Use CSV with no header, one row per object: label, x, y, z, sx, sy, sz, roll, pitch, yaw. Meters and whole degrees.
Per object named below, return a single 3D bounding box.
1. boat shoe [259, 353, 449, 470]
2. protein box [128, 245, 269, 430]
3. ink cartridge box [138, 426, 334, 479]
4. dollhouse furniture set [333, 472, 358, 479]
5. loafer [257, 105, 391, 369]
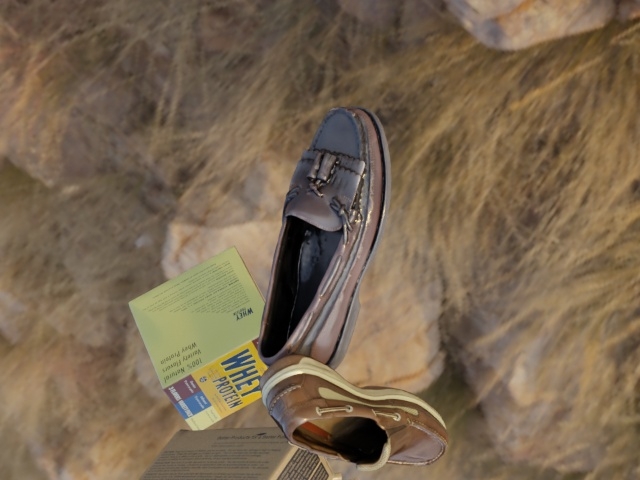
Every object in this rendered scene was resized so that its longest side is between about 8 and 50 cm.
boat shoe,0.045,0.208,1.170,0.257,0.095,0.095,23,-153,-35
protein box,-0.169,0.157,1.775,0.201,0.199,0.136,58,175,44
ink cartridge box,-0.128,0.321,1.349,0.234,0.193,0.088,-10,117,40
dollhouse furniture set,-0.022,0.458,1.643,0.242,0.161,0.212,97,160,-56
loafer,0.000,0.000,1.199,0.109,0.303,0.095,13,-175,40
